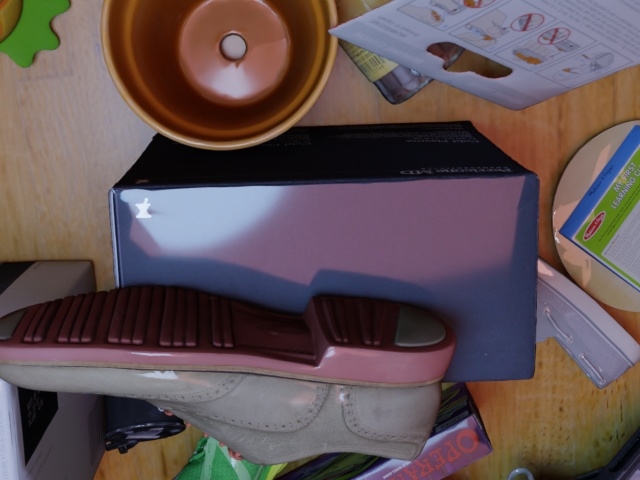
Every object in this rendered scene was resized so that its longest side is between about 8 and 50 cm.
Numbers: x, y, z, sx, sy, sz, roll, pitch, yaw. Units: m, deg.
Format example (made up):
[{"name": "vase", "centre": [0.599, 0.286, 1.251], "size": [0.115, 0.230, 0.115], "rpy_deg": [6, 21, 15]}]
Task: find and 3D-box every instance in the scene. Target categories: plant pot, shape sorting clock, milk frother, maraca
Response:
[{"name": "plant pot", "centre": [-0.088, -0.187, 0.978], "size": [0.205, 0.188, 0.205], "rpy_deg": [0, 95, -1]}, {"name": "shape sorting clock", "centre": [0.347, -0.026, 1.110], "size": [0.206, 0.040, 0.206], "rpy_deg": [-1, 98, -8]}, {"name": "milk frother", "centre": [-0.200, 0.151, 1.115], "size": [0.143, 0.129, 0.135], "rpy_deg": [-22, 66, 32]}, {"name": "maraca", "centre": [-0.342, -0.237, 1.018], "size": [0.185, 0.099, 0.127], "rpy_deg": [11, 110, -31]}]

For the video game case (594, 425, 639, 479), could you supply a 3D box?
[{"name": "video game case", "centre": [0.409, 0.321, 1.127], "size": [0.248, 0.035, 0.275], "rpy_deg": [-38, 104, -30]}]

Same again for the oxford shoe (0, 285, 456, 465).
[{"name": "oxford shoe", "centre": [-0.077, 0.114, 0.775], "size": [0.348, 0.123, 0.130], "rpy_deg": [5, 110, -2]}]

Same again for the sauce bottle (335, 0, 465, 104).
[{"name": "sauce bottle", "centre": [0.004, -0.293, 1.003], "size": [0.111, 0.111, 0.344], "rpy_deg": [-39, 103, 7]}]

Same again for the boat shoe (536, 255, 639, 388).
[{"name": "boat shoe", "centre": [0.247, 0.079, 1.113], "size": [0.227, 0.079, 0.081], "rpy_deg": [40, 95, -13]}]

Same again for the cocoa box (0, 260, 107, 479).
[{"name": "cocoa box", "centre": [-0.352, 0.170, 0.980], "size": [0.228, 0.347, 0.231], "rpy_deg": [-2, 104, -1]}]

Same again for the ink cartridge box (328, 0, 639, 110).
[{"name": "ink cartridge box", "centre": [0.239, -0.246, 0.872], "size": [0.385, 0.308, 0.091], "rpy_deg": [-22, 68, 39]}]

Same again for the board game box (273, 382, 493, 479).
[{"name": "board game box", "centre": [0.011, 0.259, 1.083], "size": [0.347, 0.208, 0.056], "rpy_deg": [-29, 93, 6]}]

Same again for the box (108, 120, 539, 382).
[{"name": "box", "centre": [0.000, 0.000, 0.969], "size": [0.343, 0.312, 0.179], "rpy_deg": [-2, 103, -1]}]

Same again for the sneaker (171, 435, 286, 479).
[{"name": "sneaker", "centre": [-0.082, 0.193, 1.083], "size": [0.295, 0.109, 0.123], "rpy_deg": [-43, 109, -21]}]

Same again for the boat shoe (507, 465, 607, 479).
[{"name": "boat shoe", "centre": [0.237, 0.303, 1.101], "size": [0.306, 0.113, 0.105], "rpy_deg": [-5, 99, -30]}]
